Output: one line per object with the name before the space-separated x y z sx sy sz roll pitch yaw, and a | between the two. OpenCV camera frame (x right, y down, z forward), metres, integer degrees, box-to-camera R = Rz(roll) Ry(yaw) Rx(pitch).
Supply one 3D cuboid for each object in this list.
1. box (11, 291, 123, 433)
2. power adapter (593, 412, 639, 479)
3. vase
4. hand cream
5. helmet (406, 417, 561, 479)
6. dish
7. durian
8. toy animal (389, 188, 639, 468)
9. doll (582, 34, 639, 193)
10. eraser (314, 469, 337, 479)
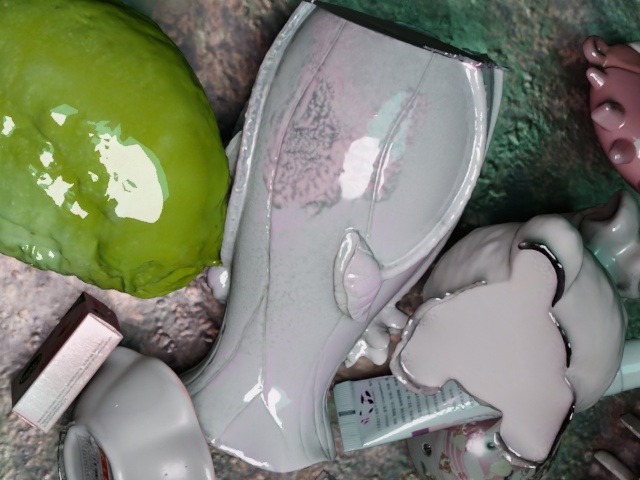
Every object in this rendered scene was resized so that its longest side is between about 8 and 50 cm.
box | -0.251 0.119 1.469 0.043 0.089 0.125 38 91 -17
power adapter | 0.409 0.291 1.604 0.124 0.255 0.187 -17 142 -51
vase | 0.000 0.000 1.436 0.250 0.250 0.445 18 102 -17
hand cream | 0.180 0.149 1.520 0.331 0.085 0.058 -9 141 -1
helmet | 0.186 0.211 1.587 0.177 0.107 0.153 -31 105 -5
dish | -0.193 0.218 1.428 0.081 0.229 0.229 -12 107 -37
durian | -0.219 -0.098 1.345 0.340 0.204 0.255 24 95 -1
toy animal | 0.224 0.046 1.425 0.194 0.357 0.258 44 125 6
doll | 0.355 -0.106 1.528 0.262 0.093 0.211 54 43 -2
eraser | 0.001 0.299 1.602 0.063 0.027 0.084 40 91 -17
